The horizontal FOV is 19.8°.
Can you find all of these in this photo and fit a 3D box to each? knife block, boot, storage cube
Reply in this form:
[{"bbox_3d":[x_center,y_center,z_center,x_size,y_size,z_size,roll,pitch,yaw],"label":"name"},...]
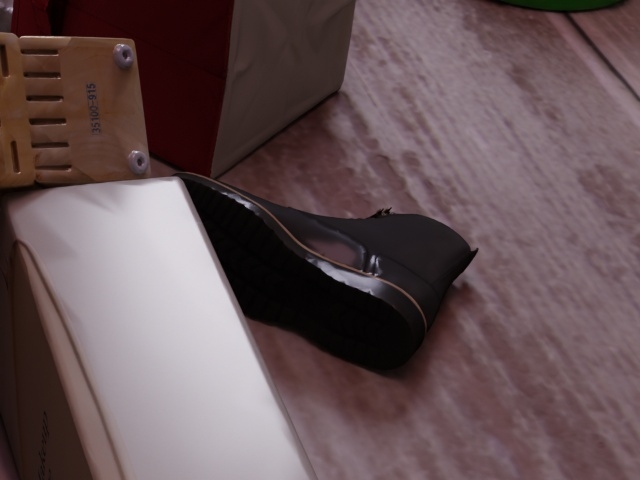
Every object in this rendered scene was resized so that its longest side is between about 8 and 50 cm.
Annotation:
[{"bbox_3d":[-0.234,-0.061,1.119,0.242,0.088,0.275,-10,-3,41],"label":"knife block"},{"bbox_3d":[0.000,0.000,1.241,0.198,0.077,0.137,34,36,8],"label":"boot"},{"bbox_3d":[-0.094,-0.192,1.367,0.193,0.184,0.215,29,40,22],"label":"storage cube"}]

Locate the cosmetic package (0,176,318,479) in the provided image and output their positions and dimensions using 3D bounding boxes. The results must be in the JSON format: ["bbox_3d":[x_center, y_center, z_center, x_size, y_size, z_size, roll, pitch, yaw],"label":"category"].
[{"bbox_3d":[-0.090,0.120,0.976,0.113,0.160,0.309,-6,39,-20],"label":"cosmetic package"}]

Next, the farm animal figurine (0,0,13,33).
[{"bbox_3d":[-0.413,-0.270,1.409,0.327,0.172,0.330,0,48,-45],"label":"farm animal figurine"}]

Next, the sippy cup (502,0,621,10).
[{"bbox_3d":[0.206,-0.357,1.627,0.240,0.224,0.305,36,43,29],"label":"sippy cup"}]
